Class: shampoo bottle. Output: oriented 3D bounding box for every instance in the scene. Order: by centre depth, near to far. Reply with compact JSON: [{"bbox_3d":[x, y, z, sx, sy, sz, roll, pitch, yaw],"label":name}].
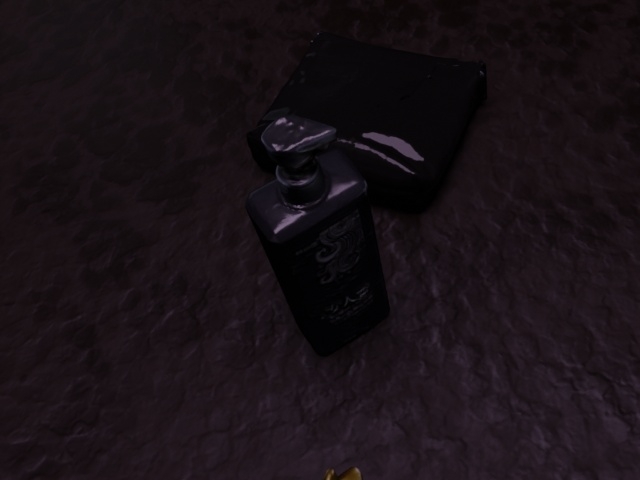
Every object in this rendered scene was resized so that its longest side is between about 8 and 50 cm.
[{"bbox_3d":[-0.001,0.000,0.682,0.098,0.309,0.071,-28,56,-7],"label":"shampoo bottle"}]

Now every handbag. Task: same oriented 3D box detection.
[{"bbox_3d":[0.058,-0.162,0.915,0.247,0.080,0.223,18,62,20],"label":"handbag"}]

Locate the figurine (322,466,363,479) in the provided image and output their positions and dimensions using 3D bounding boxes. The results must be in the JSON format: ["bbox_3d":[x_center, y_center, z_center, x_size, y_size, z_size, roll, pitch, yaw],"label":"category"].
[{"bbox_3d":[-0.053,0.274,0.551,0.234,0.185,0.127,-59,36,19],"label":"figurine"}]
